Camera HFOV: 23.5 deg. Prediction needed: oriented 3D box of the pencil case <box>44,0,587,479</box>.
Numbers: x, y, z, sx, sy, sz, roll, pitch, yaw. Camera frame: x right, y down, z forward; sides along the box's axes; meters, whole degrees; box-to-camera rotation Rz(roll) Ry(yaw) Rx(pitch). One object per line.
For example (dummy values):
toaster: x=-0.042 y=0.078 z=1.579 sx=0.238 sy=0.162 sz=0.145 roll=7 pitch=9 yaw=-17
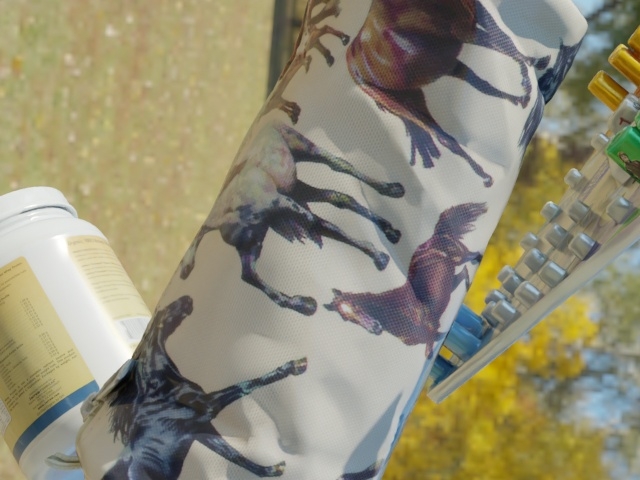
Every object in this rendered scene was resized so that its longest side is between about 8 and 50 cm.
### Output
pencil case: x=0.000 y=0.000 z=0.899 sx=0.160 sy=0.183 sz=0.410 roll=-137 pitch=-108 yaw=-83

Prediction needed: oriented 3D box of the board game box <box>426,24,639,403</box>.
board game box: x=0.228 y=-0.100 z=1.053 sx=0.390 sy=0.050 sz=0.390 roll=-51 pitch=179 yaw=-32

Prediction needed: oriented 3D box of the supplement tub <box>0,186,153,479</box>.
supplement tub: x=-0.203 y=0.073 z=1.179 sx=0.199 sy=0.144 sz=0.144 roll=57 pitch=-13 yaw=17
